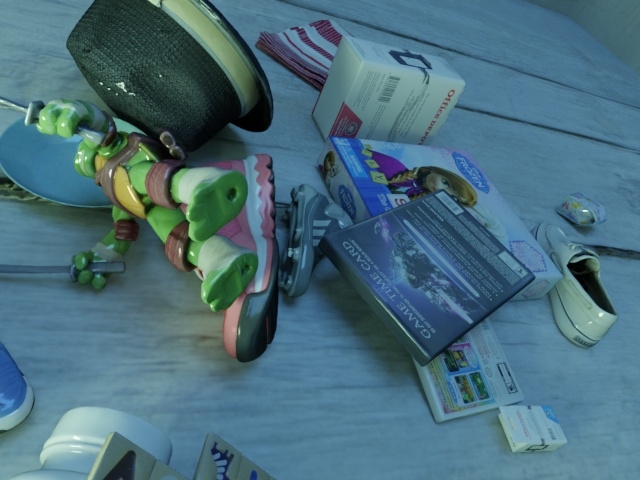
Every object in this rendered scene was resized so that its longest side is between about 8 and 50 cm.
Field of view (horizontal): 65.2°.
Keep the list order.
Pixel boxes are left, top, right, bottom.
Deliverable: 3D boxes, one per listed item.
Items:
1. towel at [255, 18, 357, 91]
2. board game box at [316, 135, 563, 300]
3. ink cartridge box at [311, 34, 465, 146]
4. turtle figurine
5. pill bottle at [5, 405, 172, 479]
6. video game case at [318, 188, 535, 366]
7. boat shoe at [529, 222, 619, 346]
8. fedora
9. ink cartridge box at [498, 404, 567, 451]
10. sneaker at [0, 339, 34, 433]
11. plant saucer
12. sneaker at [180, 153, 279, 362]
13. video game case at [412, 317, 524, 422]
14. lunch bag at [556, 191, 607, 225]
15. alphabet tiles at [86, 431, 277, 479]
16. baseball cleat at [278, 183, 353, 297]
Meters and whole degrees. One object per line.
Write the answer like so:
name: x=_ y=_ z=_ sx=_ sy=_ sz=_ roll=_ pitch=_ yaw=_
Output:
towel: x=0.032 y=-0.443 z=1.196 sx=0.237 sy=0.037 sz=0.329 roll=38 pitch=41 yaw=11
board game box: x=0.191 y=-0.039 z=0.834 sx=0.318 sy=0.066 sz=0.319 roll=-1 pitch=50 yaw=-29
ink cartridge box: x=0.128 y=-0.271 z=0.962 sx=0.237 sy=0.172 sz=0.100 roll=0 pitch=47 yaw=-28
turtle figurine: x=-0.210 y=-0.025 z=0.479 sx=0.266 sy=0.198 sz=0.274 roll=23 pitch=12 yaw=28
pill bottle: x=-0.176 y=0.228 z=0.317 sx=0.124 sy=0.124 sz=0.221 roll=20 pitch=40 yaw=-9
video game case: x=0.155 y=0.030 z=0.680 sx=0.274 sy=0.026 sz=0.196 roll=-23 pitch=63 yaw=-40
boat shoe: x=0.431 y=0.050 z=0.856 sx=0.096 sy=0.088 sz=0.267 roll=21 pitch=41 yaw=-7
fedora: x=-0.234 y=-0.239 z=0.720 sx=0.334 sy=0.334 sz=0.152 roll=36 pitch=75 yaw=10
ink cartridge box: x=0.254 y=0.232 z=0.617 sx=0.083 sy=0.028 sz=0.048 roll=9 pitch=44 yaw=-21
sneaker: x=-0.326 y=0.080 z=0.421 sx=0.211 sy=0.081 sz=0.080 roll=38 pitch=40 yaw=10
plant saucer: x=-0.307 y=-0.099 z=0.652 sx=0.195 sy=0.037 sz=0.195 roll=15 pitch=41 yaw=-14
sneaker: x=-0.120 y=0.013 z=0.607 sx=0.136 sy=0.116 sz=0.314 roll=-1 pitch=44 yaw=-7
video game case: x=0.180 y=0.145 z=0.656 sx=0.143 sy=0.019 sz=0.157 roll=-1 pitch=59 yaw=-29
lunch bag: x=0.563 y=-0.061 z=1.072 sx=0.071 sy=0.053 sz=0.083 roll=-16 pitch=47 yaw=-42
alphabet tiles: x=-0.078 y=0.241 z=0.339 sx=0.237 sy=0.009 sz=0.198 roll=51 pitch=31 yaw=-30
baseball cleat: x=0.000 y=0.000 z=0.690 sx=0.109 sy=0.072 sz=0.206 roll=21 pitch=44 yaw=-18
